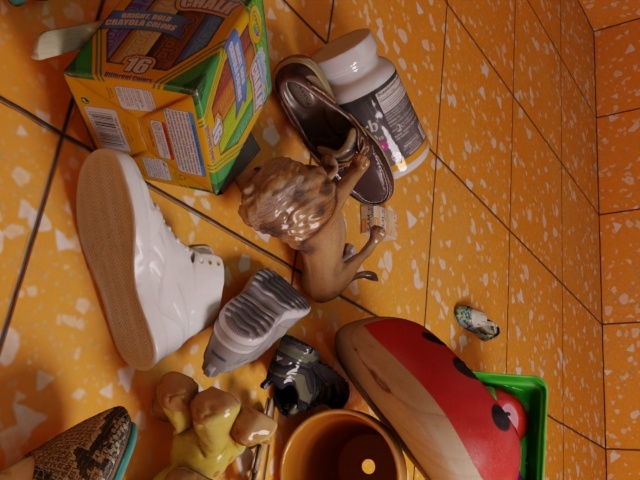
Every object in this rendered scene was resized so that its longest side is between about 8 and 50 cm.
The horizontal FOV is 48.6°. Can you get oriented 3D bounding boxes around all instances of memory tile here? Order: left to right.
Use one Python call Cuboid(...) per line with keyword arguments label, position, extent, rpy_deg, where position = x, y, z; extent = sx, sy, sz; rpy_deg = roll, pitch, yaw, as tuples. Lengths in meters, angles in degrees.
Cuboid(label="memory tile", position=(-0.093, 0.321, 1.089), extent=(0.113, 0.012, 0.148), rpy_deg=(102, 0, -64))

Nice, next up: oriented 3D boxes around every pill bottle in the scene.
Cuboid(label="pill bottle", position=(0.098, -0.268, 1.423), extent=(0.278, 0.162, 0.162), rpy_deg=(60, 40, -26))

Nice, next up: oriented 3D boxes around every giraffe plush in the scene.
Cuboid(label="giraffe plush", position=(-0.170, 0.298, 0.949), extent=(0.210, 0.181, 0.170), rpy_deg=(89, 24, -62))

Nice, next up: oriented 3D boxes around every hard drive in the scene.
Cuboid(label="hard drive", position=(-0.156, -0.149, 1.156), extent=(0.094, 0.022, 0.135), rpy_deg=(61, 40, -27))

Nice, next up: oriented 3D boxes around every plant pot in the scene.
Cuboid(label="plant pot", position=(0.060, 0.394, 1.210), extent=(0.188, 0.205, 0.205), rpy_deg=(34, 55, -65))

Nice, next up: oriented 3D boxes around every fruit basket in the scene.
Cuboid(label="fruit basket", position=(0.344, 0.454, 1.548), extent=(0.392, 0.282, 0.392), rpy_deg=(1, 90, -70))

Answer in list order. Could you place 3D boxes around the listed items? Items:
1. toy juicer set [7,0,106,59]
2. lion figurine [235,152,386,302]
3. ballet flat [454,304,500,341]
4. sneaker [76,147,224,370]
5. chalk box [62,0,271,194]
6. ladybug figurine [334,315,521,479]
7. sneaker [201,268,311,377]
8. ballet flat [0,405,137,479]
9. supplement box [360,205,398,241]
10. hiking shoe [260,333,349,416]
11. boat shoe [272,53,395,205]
Cuboid(label="toy juicer set", position=(-0.344, -0.364, 0.902), extent=(0.209, 0.089, 0.329), rpy_deg=(-6, 86, -73))
Cuboid(label="lion figurine", position=(0.000, 0.000, 1.235), extent=(0.240, 0.142, 0.392), rpy_deg=(-52, 134, -34))
Cuboid(label="ballet flat", position=(0.416, 0.212, 1.847), extent=(0.188, 0.070, 0.070), rpy_deg=(32, 58, -47))
Cuboid(label="sneaker", position=(-0.223, 0.008, 0.967), extent=(0.169, 0.108, 0.293), rpy_deg=(-30, 117, -55))
Cuboid(label="chalk box", position=(-0.177, -0.237, 0.962), extent=(0.180, 0.179, 0.289), rpy_deg=(85, 21, -52))
Cuboid(label="ladybug figurine", position=(0.188, 0.281, 1.212), extent=(0.162, 0.449, 0.305), rpy_deg=(-35, 133, -7))
Cuboid(label="sneaker", position=(-0.109, 0.127, 1.116), extent=(0.105, 0.115, 0.281), rpy_deg=(42, 21, 10))
Cuboid(label="ballet flat", position=(-0.337, 0.372, 0.692), extent=(0.182, 0.164, 0.483), rpy_deg=(29, 59, -25))
Cuboid(label="supplement box", position=(0.127, -0.037, 1.518), extent=(0.098, 0.036, 0.062), rpy_deg=(15, 70, -52))
Cuboid(label="hiking shoe", position=(-0.031, 0.251, 1.209), extent=(0.114, 0.086, 0.227), rpy_deg=(-53, 137, -15))
Cuboid(label="boat shoe", position=(0.028, -0.180, 1.306), extent=(0.342, 0.123, 0.123), rpy_deg=(54, 16, -27))
